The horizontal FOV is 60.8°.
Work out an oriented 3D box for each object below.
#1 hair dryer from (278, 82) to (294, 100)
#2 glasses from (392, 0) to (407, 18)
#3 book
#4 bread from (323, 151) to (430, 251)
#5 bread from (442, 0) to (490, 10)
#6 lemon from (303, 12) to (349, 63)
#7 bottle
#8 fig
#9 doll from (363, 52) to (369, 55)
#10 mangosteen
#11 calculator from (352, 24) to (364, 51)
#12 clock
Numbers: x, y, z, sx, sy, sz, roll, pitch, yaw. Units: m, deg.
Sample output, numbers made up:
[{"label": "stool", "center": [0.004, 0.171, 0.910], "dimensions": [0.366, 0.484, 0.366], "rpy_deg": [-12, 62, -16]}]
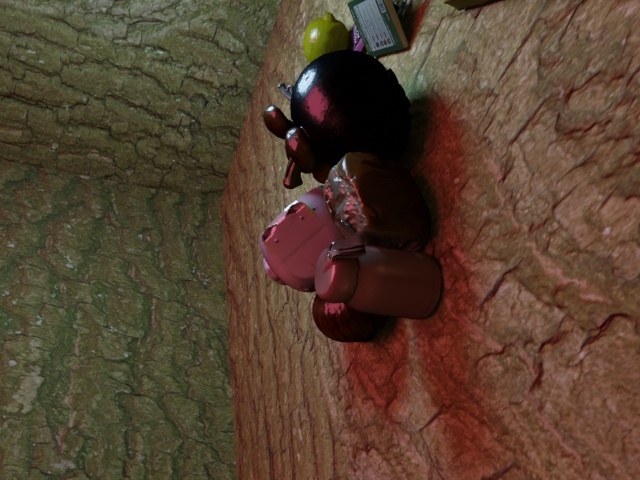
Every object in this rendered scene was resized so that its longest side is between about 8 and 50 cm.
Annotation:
[{"label": "hair dryer", "center": [-0.013, -0.510, 1.979], "dimensions": [0.361, 0.121, 0.301], "rpy_deg": [28, 132, 23]}, {"label": "glasses", "center": [0.195, -0.816, 1.821], "dimensions": [0.102, 0.207, 0.239], "rpy_deg": [-39, 25, -5]}, {"label": "book", "center": [0.184, -0.710, 1.788], "dimensions": [0.202, 0.027, 0.264], "rpy_deg": [62, 169, -19]}, {"label": "bread", "center": [0.144, -0.086, 1.441], "dimensions": [0.225, 0.279, 0.250], "rpy_deg": [-37, 54, 39]}, {"label": "bread", "center": [0.412, -0.635, 1.257], "dimensions": [0.361, 0.077, 0.138], "rpy_deg": [-146, 67, -67]}, {"label": "lemon", "center": [0.021, -0.789, 2.206], "dimensions": [0.248, 0.184, 0.184], "rpy_deg": [104, 162, -44]}, {"label": "bottle", "center": [0.139, 0.084, 1.342], "dimensions": [0.206, 0.296, 0.173], "rpy_deg": [120, 153, -43]}, {"label": "fig", "center": [0.095, 0.189, 1.570], "dimensions": [0.235, 0.214, 0.235], "rpy_deg": [-57, 6, 9]}, {"label": "doll", "center": [0.053, -0.592, 1.996], "dimensions": [0.296, 0.117, 0.141], "rpy_deg": [-9, 83, 28]}, {"label": "mangosteen", "center": [0.046, -0.337, 1.598], "dimensions": [0.435, 0.382, 0.382], "rpy_deg": [-27, 46, 19]}, {"label": "calculator", "center": [0.159, -0.786, 2.054], "dimensions": [0.126, 0.034, 0.190], "rpy_deg": [125, 153, -50]}, {"label": "clock", "center": [0.000, 0.000, 1.735], "dimensions": [0.368, 0.250, 0.376], "rpy_deg": [-42, -4, 15]}]
